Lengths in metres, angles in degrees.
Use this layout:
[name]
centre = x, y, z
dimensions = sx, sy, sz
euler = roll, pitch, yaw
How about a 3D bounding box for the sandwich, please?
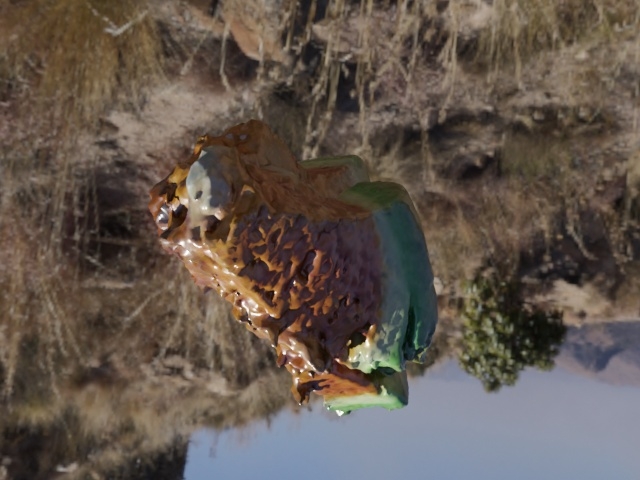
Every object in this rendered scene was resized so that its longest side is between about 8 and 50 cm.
[sandwich]
centre = 0.000, 0.000, 0.597
dimensions = 0.162, 0.251, 0.301
euler = -18, 156, 27
